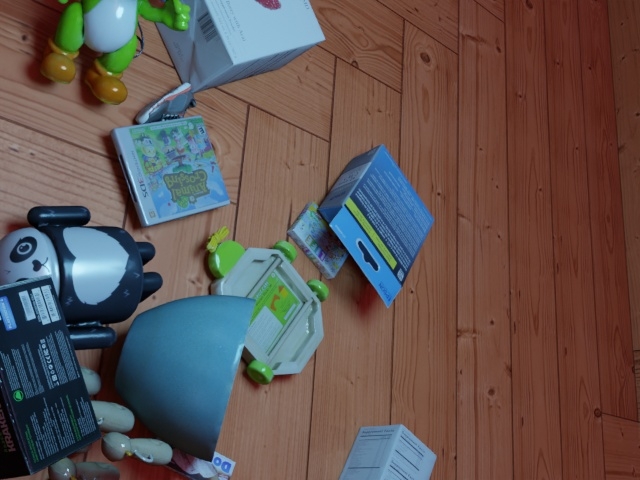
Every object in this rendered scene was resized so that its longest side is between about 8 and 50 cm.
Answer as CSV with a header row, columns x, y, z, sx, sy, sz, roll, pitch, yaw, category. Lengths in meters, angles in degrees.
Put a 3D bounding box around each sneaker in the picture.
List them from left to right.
x,y,z,sx,sy,sz,roll,pitch,yaw,category
-0.303,-0.263,1.510,0.158,0.061,0.065,-45,115,-40,sneaker

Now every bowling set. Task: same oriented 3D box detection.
x,y,z,sx,sy,sz,roll,pitch,yaw,category
-0.390,0.327,1.163,0.154,0.287,0.200,35,83,-52,bowling set

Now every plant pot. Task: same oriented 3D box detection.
x,y,z,sx,sy,sz,roll,pitch,yaw,category
-0.244,0.218,1.307,0.195,0.290,0.290,16,63,-3,plant pot

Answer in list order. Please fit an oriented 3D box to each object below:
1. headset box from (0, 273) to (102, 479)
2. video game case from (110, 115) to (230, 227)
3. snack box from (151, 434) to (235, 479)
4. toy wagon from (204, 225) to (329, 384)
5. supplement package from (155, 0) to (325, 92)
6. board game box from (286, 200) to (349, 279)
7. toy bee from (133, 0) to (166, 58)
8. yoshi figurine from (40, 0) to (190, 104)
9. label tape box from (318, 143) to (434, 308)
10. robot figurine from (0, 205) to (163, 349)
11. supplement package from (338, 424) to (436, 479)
x,y,z,sx,sy,sz,roll,pitch,yaw,category
-0.485,0.206,1.060,0.131,0.283,0.246,-17,91,-60,headset box
-0.290,-0.141,1.469,0.212,0.023,0.193,-20,92,-46,video game case
-0.241,0.410,1.395,0.178,0.022,0.064,38,54,-29,snack box
-0.127,0.118,1.556,0.344,0.068,0.267,52,49,-18,toy wagon
-0.167,-0.454,1.607,0.293,0.175,0.177,-30,98,-44,supplement package
0.000,0.000,1.734,0.154,0.026,0.103,50,50,-21,board game box
-0.343,-0.531,1.458,0.195,0.162,0.298,-11,64,-2,toy bee
-0.338,-0.412,1.301,0.203,0.362,0.203,36,19,2,yoshi figurine
0.120,-0.030,1.770,0.249,0.115,0.347,53,43,-19,label tape box
-0.405,0.059,1.237,0.278,0.209,0.173,-1,118,-43,robot figurine
0.130,0.540,1.620,0.134,0.139,0.244,45,52,-22,supplement package
